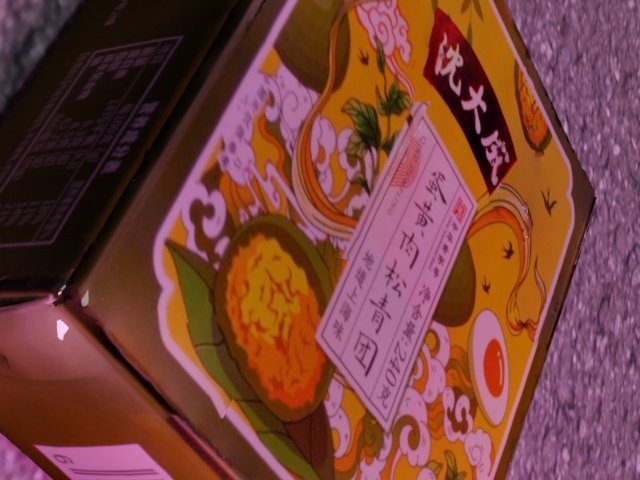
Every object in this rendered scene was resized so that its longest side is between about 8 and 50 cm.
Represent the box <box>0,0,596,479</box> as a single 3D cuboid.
[{"bbox_3d":[0.000,0.000,0.769,0.373,0.138,0.420,55,47,-36],"label":"box"}]
